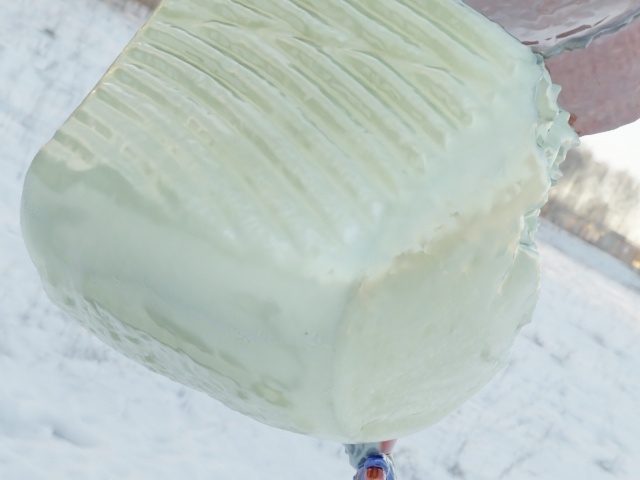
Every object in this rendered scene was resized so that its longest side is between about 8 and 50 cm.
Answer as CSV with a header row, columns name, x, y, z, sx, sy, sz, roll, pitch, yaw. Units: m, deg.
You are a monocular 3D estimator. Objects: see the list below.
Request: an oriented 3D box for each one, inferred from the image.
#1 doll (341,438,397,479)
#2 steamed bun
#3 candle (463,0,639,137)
name,x,y,z,sx,sy,sz,roll,pitch,yaw
doll,0.041,0.148,0.871,0.062,0.194,0.104,-8,-12,26
steamed bun,0.000,0.000,0.672,0.290,0.273,0.272,25,-26,41
candle,0.169,-0.220,0.786,0.287,0.317,0.131,17,-25,32
